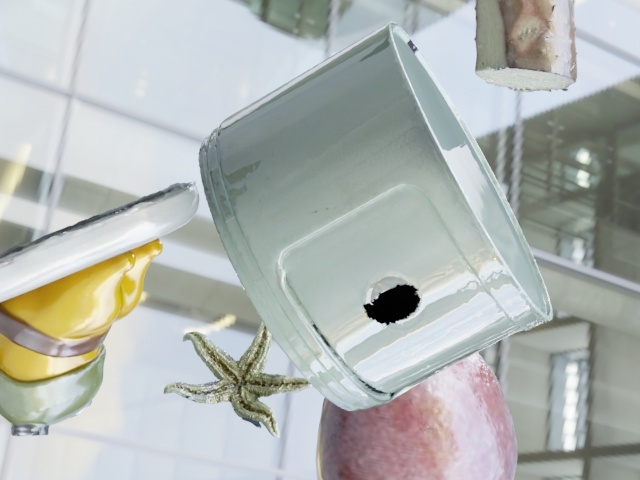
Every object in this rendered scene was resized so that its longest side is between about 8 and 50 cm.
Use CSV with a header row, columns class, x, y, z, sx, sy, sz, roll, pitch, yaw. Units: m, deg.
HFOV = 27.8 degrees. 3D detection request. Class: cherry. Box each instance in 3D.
class,x,y,z,sx,sy,sz,roll,pitch,yaw
cherry,0.102,0.219,1.365,0.236,0.213,0.285,-80,168,-75

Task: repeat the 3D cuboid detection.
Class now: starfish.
class,x,y,z,sx,sy,sz,roll,pitch,yaw
starfish,-0.102,0.171,1.736,0.176,0.208,0.053,-59,160,-31

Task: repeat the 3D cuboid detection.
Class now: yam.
class,x,y,z,sx,sy,sz,roll,pitch,yaw
yam,0.248,-0.302,1.560,0.129,0.128,0.238,0,-92,30

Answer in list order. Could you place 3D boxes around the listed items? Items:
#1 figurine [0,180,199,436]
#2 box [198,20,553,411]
class,x,y,z,sx,sy,sz,roll,pitch,yaw
figurine,-0.179,0.062,0.952,0.250,0.166,0.141,-19,-84,27
box,0.040,-0.013,0.882,0.149,0.226,0.226,-29,-134,13
